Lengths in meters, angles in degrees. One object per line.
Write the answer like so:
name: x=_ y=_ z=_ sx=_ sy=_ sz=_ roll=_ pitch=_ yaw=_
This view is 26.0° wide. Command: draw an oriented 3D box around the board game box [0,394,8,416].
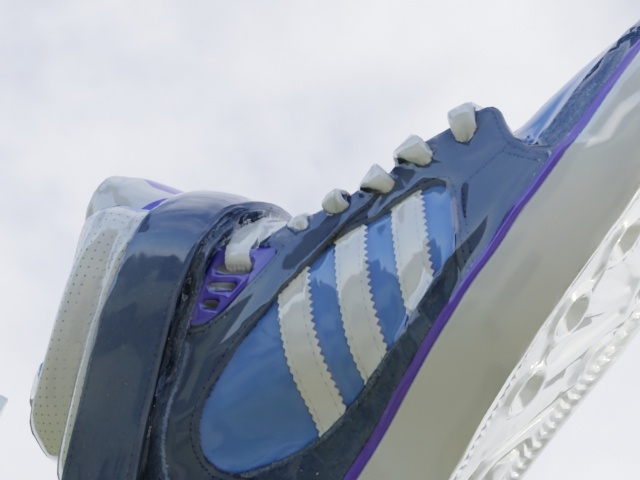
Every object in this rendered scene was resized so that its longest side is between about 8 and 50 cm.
board game box: x=-0.447 y=0.172 z=1.153 sx=0.303 sy=0.097 sz=0.224 roll=26 pitch=-69 yaw=-8

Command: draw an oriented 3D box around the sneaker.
sneaker: x=0.000 y=0.000 z=0.577 sx=0.236 sy=0.130 sz=0.323 roll=37 pitch=-80 yaw=27
